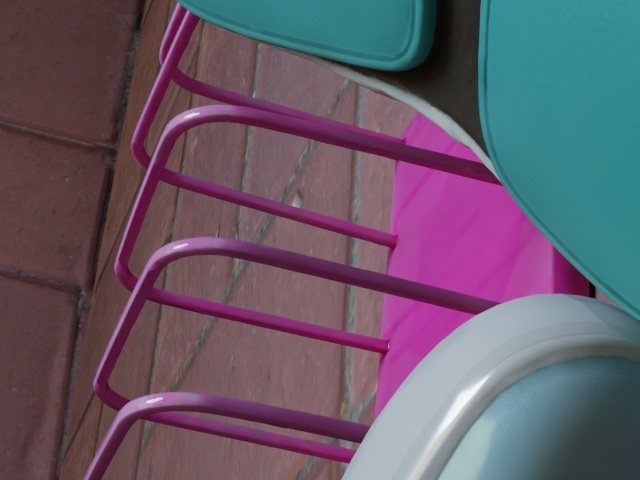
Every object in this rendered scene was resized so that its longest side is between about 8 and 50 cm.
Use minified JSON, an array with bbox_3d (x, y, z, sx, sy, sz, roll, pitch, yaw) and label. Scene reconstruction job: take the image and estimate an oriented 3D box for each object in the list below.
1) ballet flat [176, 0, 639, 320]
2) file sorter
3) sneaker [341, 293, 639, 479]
[{"bbox_3d":[0.085,-0.084,0.473,0.400,0.139,0.139,36,114,44],"label":"ballet flat"},{"bbox_3d":[0.000,0.000,0.676,0.202,0.182,0.291,126,155,-56],"label":"file sorter"},{"bbox_3d":[0.063,0.203,0.375,0.150,0.135,0.366,-153,69,-68],"label":"sneaker"}]
